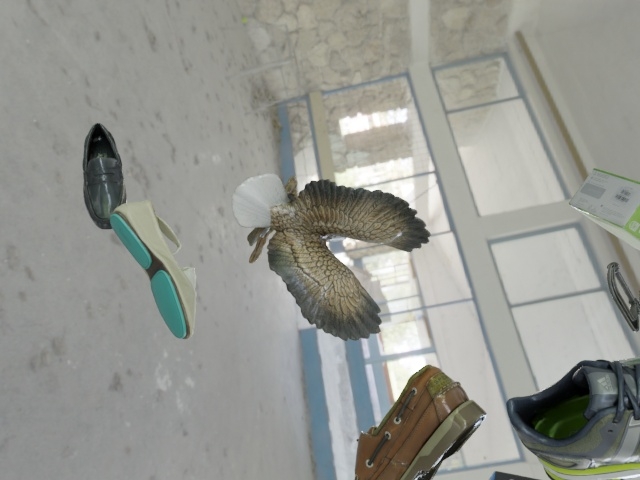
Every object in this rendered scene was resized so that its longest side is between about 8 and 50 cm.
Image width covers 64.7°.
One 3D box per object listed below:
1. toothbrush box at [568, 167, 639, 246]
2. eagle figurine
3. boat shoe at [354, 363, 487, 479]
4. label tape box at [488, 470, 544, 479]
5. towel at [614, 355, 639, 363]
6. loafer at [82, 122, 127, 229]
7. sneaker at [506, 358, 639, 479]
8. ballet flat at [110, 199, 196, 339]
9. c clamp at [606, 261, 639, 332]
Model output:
[{"bbox_3d":[0.827,-0.051,1.298,0.283,0.122,0.206,28,12,-20],"label":"toothbrush box"},{"bbox_3d":[0.008,-0.003,0.879,0.298,0.225,0.226,35,-36,35],"label":"eagle figurine"},{"bbox_3d":[0.106,0.311,0.725,0.110,0.307,0.104,13,27,-52],"label":"boat shoe"},{"bbox_3d":[0.419,0.638,1.074,0.240,0.333,0.106,-60,137,-41],"label":"label tape box"},{"bbox_3d":[0.633,0.305,0.984,0.113,0.023,0.152,90,-10,-70],"label":"towel"},{"bbox_3d":[-0.408,-0.122,0.942,0.078,0.076,0.223,110,-34,-55],"label":"loafer"},{"bbox_3d":[0.319,0.159,0.483,0.121,0.300,0.111,34,37,-24],"label":"sneaker"},{"bbox_3d":[-0.255,0.042,0.842,0.248,0.086,0.086,61,5,1],"label":"ballet flat"},{"bbox_3d":[0.593,0.104,0.987,0.161,0.022,0.137,46,48,-24],"label":"c clamp"}]
